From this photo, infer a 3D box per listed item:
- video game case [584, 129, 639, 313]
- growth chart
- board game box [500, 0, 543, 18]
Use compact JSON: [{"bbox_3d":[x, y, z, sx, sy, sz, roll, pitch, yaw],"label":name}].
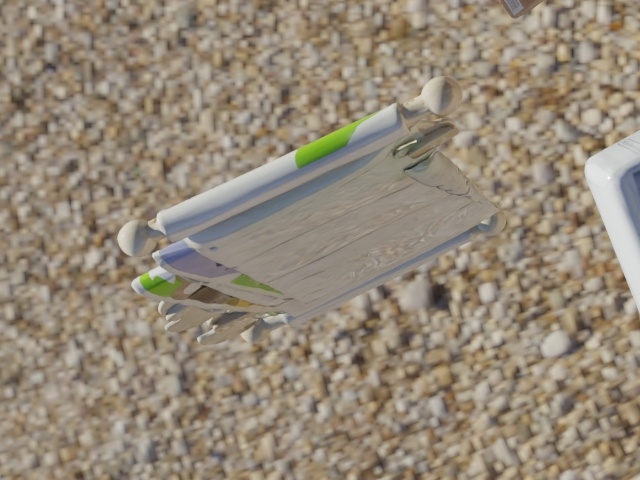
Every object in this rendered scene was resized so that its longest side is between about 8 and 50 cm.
[{"bbox_3d":[0.179,0.022,0.472,0.190,0.173,0.022,65,171,-21],"label":"video game case"},{"bbox_3d":[0.000,0.000,0.775,0.172,0.237,0.021,-23,74,7],"label":"growth chart"},{"bbox_3d":[0.183,-0.161,0.552,0.281,0.145,0.027,-32,93,0],"label":"board game box"}]
